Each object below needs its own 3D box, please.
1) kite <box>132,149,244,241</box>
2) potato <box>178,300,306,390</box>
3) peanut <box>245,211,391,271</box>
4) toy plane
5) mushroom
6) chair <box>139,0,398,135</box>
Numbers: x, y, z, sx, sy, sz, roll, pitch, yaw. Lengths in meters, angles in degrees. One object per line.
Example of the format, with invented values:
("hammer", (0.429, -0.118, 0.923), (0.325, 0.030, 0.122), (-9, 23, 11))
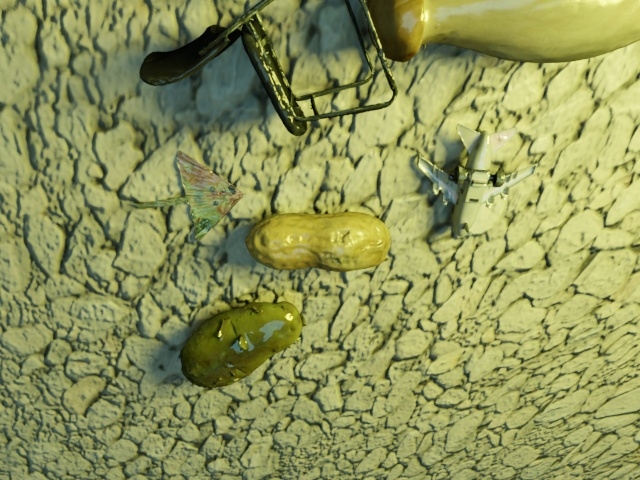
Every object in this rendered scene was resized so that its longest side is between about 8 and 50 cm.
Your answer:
("kite", (-0.183, -0.059, 0.584), (0.157, 0.011, 0.138), (-8, 118, -4))
("potato", (-0.130, 0.165, 0.674), (0.226, 0.090, 0.117), (-31, 119, 13))
("peanut", (0.000, 0.000, 0.599), (0.214, 0.099, 0.099), (4, 120, -3))
("toy plane", (0.215, -0.078, 0.591), (0.163, 0.065, 0.171), (4, 116, 4))
("mushroom", (0.225, -0.254, 0.450), (0.351, 0.128, 0.128), (-4, 121, -2))
("chair", (-0.054, -0.183, 0.452), (0.221, 0.140, 0.145), (-23, 119, 9))
